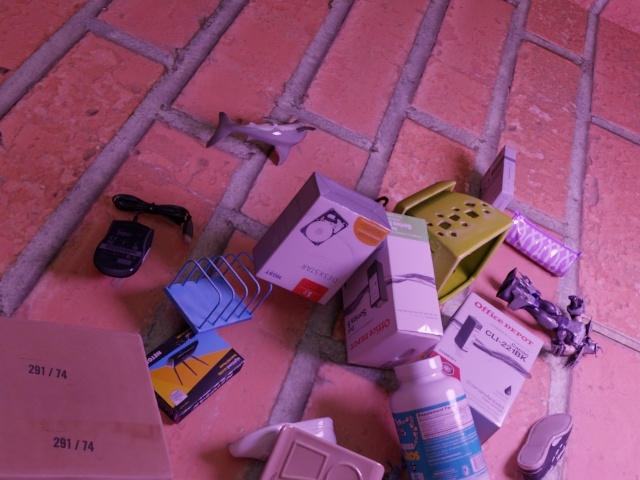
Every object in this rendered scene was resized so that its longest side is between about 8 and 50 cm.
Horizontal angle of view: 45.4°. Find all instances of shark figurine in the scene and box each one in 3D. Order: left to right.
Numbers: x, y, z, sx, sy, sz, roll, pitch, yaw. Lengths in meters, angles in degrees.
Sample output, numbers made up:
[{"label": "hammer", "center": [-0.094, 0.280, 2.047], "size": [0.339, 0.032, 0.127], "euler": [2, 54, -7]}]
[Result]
[{"label": "shark figurine", "center": [-0.125, -0.243, 1.885], "size": [0.278, 0.116, 0.166], "euler": [-5, 21, -35]}]

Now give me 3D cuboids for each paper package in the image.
[{"label": "paper package", "center": [-0.432, 0.287, 1.190], "size": [0.325, 0.168, 0.309], "euler": [13, 37, -37]}]

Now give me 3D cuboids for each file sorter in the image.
[{"label": "file sorter", "center": [-0.200, 0.096, 1.531], "size": [0.118, 0.104, 0.170], "euler": [49, 29, 19]}]

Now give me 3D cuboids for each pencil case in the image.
[{"label": "pencil case", "center": [0.566, 0.009, 1.971], "size": [0.206, 0.088, 0.086], "euler": [33, 46, 6]}]

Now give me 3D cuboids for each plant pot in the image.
[{"label": "plant pot", "center": [0.268, 0.002, 1.767], "size": [0.228, 0.227, 0.207], "euler": [-27, 62, -38]}]

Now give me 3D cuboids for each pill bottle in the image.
[{"label": "pill bottle", "center": [0.218, 0.356, 1.450], "size": [0.146, 0.146, 0.263], "euler": [-10, 80, -29]}]

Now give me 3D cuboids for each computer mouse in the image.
[{"label": "computer mouse", "center": [-0.365, 0.008, 1.604], "size": [0.184, 0.060, 0.262], "euler": [10, 38, -9]}]

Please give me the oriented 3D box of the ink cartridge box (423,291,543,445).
[{"label": "ink cartridge box", "center": [0.330, 0.271, 1.641], "size": [0.197, 0.114, 0.273], "euler": [36, 48, 8]}]

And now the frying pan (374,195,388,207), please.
[{"label": "frying pan", "center": [0.030, -0.024, 1.797], "size": [0.197, 0.053, 0.326], "euler": [26, 47, -3]}]

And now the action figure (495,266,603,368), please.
[{"label": "action figure", "center": [0.554, 0.185, 1.819], "size": [0.285, 0.099, 0.185], "euler": [36, 39, 3]}]

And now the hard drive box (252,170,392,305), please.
[{"label": "hard drive box", "center": [0.000, 0.000, 1.557], "size": [0.181, 0.232, 0.089], "euler": [24, 31, -27]}]

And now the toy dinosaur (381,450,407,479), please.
[{"label": "toy dinosaur", "center": [0.143, 0.450, 1.483], "size": [0.082, 0.047, 0.090], "euler": [-1, 86, -34]}]

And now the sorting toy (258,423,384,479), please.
[{"label": "sorting toy", "center": [-0.012, 0.454, 1.362], "size": [0.208, 0.038, 0.192], "euler": [25, 76, -6]}]

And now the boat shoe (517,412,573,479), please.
[{"label": "boat shoe", "center": [0.478, 0.439, 1.619], "size": [0.206, 0.075, 0.064], "euler": [-32, 113, -44]}]

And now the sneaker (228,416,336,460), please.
[{"label": "sneaker", "center": [-0.062, 0.389, 1.414], "size": [0.212, 0.080, 0.094], "euler": [-4, 67, -27]}]

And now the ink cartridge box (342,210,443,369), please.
[{"label": "ink cartridge box", "center": [0.141, 0.108, 1.607], "size": [0.115, 0.198, 0.272], "euler": [12, 57, -25]}]

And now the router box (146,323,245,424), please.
[{"label": "router box", "center": [-0.253, 0.244, 1.464], "size": [0.133, 0.046, 0.179], "euler": [41, 48, 13]}]

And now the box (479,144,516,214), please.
[{"label": "box", "center": [0.461, -0.138, 2.008], "size": [0.038, 0.145, 0.186], "euler": [21, 47, -4]}]
